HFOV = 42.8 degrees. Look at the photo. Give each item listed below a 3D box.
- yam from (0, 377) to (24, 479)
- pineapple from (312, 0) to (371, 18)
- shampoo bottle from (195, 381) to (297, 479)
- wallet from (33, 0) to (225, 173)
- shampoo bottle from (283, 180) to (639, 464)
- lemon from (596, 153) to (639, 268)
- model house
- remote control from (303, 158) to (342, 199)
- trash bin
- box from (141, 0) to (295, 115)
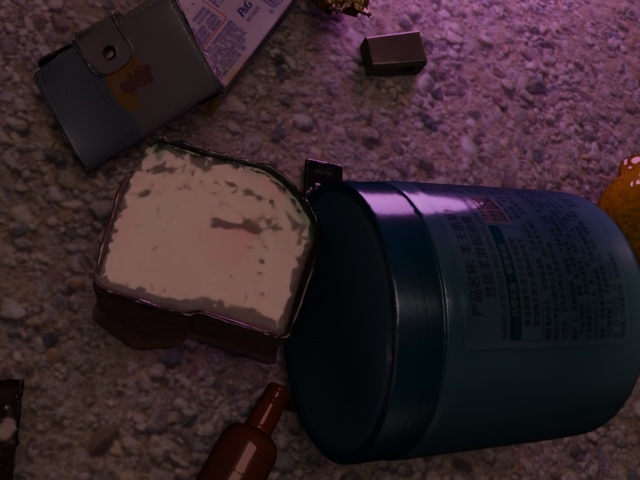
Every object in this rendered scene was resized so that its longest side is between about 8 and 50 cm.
[{"bbox_3d":[-0.470,0.229,0.903,0.279,0.131,0.131,-4,74,-17],"label":"yam"},{"bbox_3d":[0.031,-0.435,1.269,0.079,0.135,0.233,11,79,-23],"label":"pineapple"},{"bbox_3d":[-0.105,0.290,1.019,0.085,0.085,0.244,33,65,-5],"label":"shampoo bottle"},{"bbox_3d":[-0.256,-0.214,1.086,0.230,0.069,0.170,-29,94,7],"label":"wallet"},{"bbox_3d":[0.166,0.093,1.017,0.342,0.331,0.331,-1,73,-23],"label":"shampoo bottle"},{"bbox_3d":[0.546,0.000,1.222,0.284,0.260,0.260,37,65,19],"label":"lemon"},{"bbox_3d":[-0.138,0.031,1.002,0.236,0.237,0.202,15,67,-9],"label":"model house"},{"bbox_3d":[0.000,0.000,1.173,0.063,0.025,0.245,8,70,-16],"label":"remote control"},{"bbox_3d":[0.114,-0.295,1.294,0.092,0.043,0.061,-8,76,-16],"label":"trash bin"},{"bbox_3d":[-0.147,-0.337,1.194,0.168,0.097,0.265,33,66,-5],"label":"box"}]
